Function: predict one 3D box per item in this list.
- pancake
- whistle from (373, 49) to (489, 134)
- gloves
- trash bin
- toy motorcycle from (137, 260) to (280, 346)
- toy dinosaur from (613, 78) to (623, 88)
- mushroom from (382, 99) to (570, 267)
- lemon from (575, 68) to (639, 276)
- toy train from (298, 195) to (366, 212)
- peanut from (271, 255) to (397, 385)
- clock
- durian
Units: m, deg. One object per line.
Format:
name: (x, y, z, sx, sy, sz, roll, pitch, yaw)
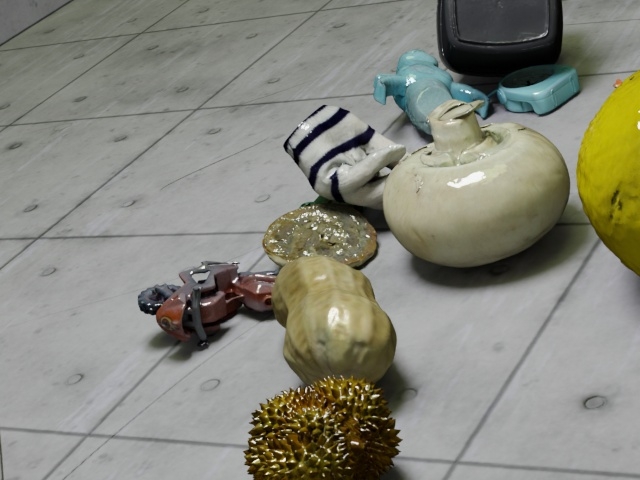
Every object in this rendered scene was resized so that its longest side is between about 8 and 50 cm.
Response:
pancake: (0.000, 0.000, 1.942, 0.158, 0.028, 0.158, -2, 37, 1)
whistle: (0.169, -0.232, 2.292, 0.186, 0.093, 0.274, 6, 25, -11)
gloves: (0.063, -0.095, 1.988, 0.131, 0.219, 0.140, -47, -2, 6)
trash bin: (0.290, -0.361, 2.296, 0.210, 0.182, 0.290, 0, 2, 7)
toy motorcycle: (-0.130, 0.081, 1.848, 0.213, 0.084, 0.118, -8, 22, -7)
toy dinosaur: (0.577, -0.253, 2.094, 0.280, 0.055, 0.101, -6, 33, 25)
mushroom: (0.196, -0.080, 1.819, 0.246, 0.202, 0.246, -16, 13, 4)
lemon: (0.421, -0.075, 1.575, 0.268, 0.268, 0.322, -15, 23, 6)
toy train: (0.018, -0.047, 2.054, 0.081, 0.050, 0.122, 8, 36, 23)
peanut: (0.012, 0.094, 1.670, 0.130, 0.130, 0.290, -19, 21, -1)
clock: (0.328, -0.241, 2.252, 0.108, 0.045, 0.147, -34, 28, -33)
durian: (0.003, 0.207, 1.433, 0.158, 0.137, 0.168, -10, 3, -33)
